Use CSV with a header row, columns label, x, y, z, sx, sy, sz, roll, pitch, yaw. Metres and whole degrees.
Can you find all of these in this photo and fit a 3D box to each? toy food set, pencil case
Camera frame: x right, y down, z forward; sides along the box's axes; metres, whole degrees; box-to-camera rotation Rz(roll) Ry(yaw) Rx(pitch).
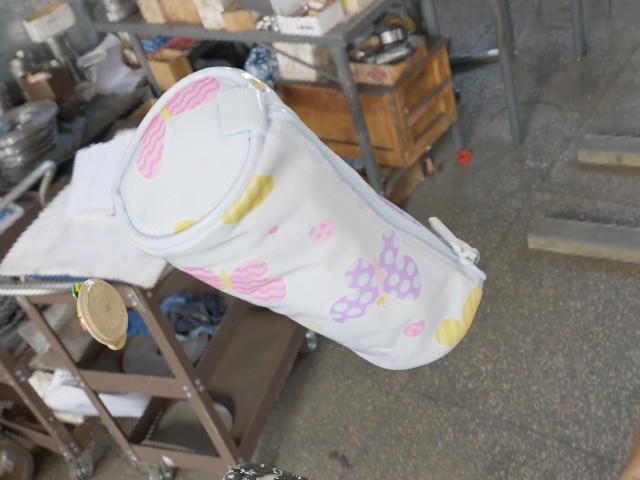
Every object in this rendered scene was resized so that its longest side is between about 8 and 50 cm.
label,x,y,z,sx,sy,sz,roll,pitch,yaw
toy food set,-0.250,0.082,0.888,0.020,0.083,0.083,-23,64,19
pencil case,0.000,0.000,0.506,0.124,0.273,0.113,-12,61,36

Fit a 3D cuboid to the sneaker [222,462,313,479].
label,x,y,z,sx,sy,sz,roll,pitch,yaw
sneaker,-0.057,0.313,0.649,0.158,0.182,0.410,18,5,19
